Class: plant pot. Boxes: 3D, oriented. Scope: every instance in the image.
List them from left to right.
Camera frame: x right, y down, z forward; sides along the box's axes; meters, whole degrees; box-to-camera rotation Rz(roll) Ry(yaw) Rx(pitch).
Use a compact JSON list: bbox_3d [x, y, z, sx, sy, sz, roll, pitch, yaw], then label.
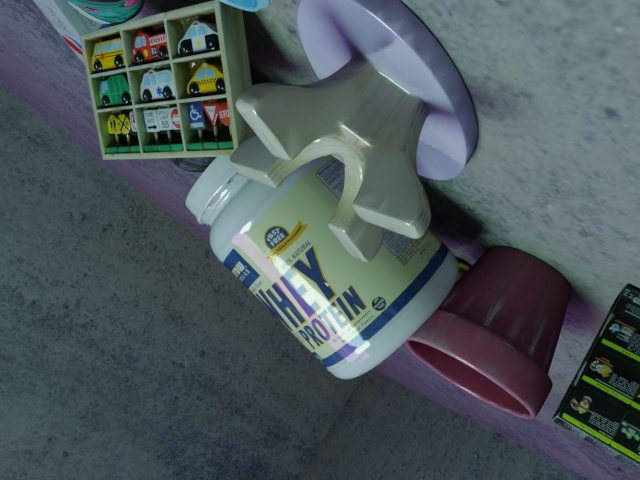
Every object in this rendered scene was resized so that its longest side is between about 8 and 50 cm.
[{"bbox_3d":[0.245,0.116,0.851,0.201,0.180,0.201,33,167,9],"label":"plant pot"}]

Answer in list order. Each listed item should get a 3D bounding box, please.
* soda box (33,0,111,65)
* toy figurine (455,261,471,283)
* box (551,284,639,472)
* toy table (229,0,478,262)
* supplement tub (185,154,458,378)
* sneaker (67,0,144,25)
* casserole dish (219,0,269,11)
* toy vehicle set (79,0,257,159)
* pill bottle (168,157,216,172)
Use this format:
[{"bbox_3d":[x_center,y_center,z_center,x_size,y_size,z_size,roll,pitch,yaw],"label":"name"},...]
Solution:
[{"bbox_3d":[-0.359,-0.338,0.922,0.069,0.073,0.216,30,167,17],"label":"soda box"},{"bbox_3d":[0.165,0.094,1.081,0.210,0.148,0.213,19,159,31],"label":"toy figurine"},{"bbox_3d":[0.390,0.172,0.686,0.191,0.184,0.045,28,167,21],"label":"box"},{"bbox_3d":[0.037,-0.102,0.616,0.252,0.160,0.274,18,158,51],"label":"toy table"},{"bbox_3d":[0.000,0.000,0.847,0.325,0.235,0.235,45,167,1],"label":"supplement tub"},{"bbox_3d":[-0.303,-0.342,0.647,0.296,0.123,0.178,33,175,-34],"label":"sneaker"},{"bbox_3d":[-0.131,-0.273,0.580,0.189,0.036,0.114,21,-177,-3],"label":"casserole dish"},{"bbox_3d":[-0.192,-0.185,0.755,0.267,0.035,0.165,4,108,38],"label":"toy vehicle set"},{"bbox_3d":[-0.164,-0.178,0.902,0.130,0.130,0.246,38,167,-15],"label":"pill bottle"}]
